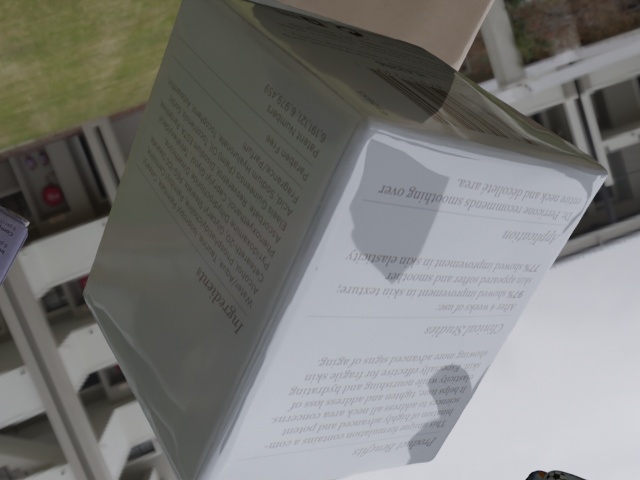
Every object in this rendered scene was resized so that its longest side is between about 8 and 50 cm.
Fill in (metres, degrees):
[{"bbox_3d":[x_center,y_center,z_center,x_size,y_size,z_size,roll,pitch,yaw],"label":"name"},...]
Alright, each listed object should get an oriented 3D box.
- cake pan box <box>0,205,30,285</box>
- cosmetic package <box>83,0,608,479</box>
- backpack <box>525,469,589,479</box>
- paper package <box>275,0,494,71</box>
[{"bbox_3d":[-0.310,0.029,0.370,0.070,0.267,0.245,-29,-141,40],"label":"cake pan box"},{"bbox_3d":[0.000,0.000,0.826,0.329,0.393,0.327,5,-150,-40],"label":"cosmetic package"},{"bbox_3d":[0.375,0.485,1.129,0.276,0.213,0.263,15,-127,24],"label":"backpack"},{"bbox_3d":[0.115,-0.445,1.187,0.325,0.309,0.168,17,-154,-19],"label":"paper package"}]
